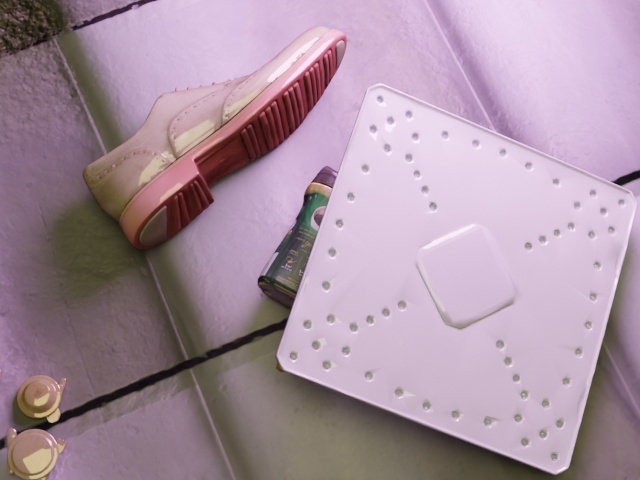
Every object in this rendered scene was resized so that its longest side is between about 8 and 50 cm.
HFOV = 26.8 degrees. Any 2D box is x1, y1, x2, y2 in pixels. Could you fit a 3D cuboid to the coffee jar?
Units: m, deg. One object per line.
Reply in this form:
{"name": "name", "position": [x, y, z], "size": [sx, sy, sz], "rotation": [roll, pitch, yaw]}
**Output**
{"name": "coffee jar", "position": [0.000, 0.000, 1.724], "size": [0.096, 0.079, 0.184], "rotation": [29, 72, 0]}

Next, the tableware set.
{"name": "tableware set", "position": [-0.393, 0.224, 1.665], "size": [0.168, 0.020, 0.141], "rotation": [7, 70, 1]}

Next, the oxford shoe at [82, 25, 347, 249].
{"name": "oxford shoe", "position": [-0.135, -0.168, 1.747], "size": [0.397, 0.140, 0.146], "rotation": [-41, 71, -16]}

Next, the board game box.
{"name": "board game box", "position": [0.175, 0.049, 1.688], "size": [0.390, 0.050, 0.390], "rotation": [22, 71, -10]}
